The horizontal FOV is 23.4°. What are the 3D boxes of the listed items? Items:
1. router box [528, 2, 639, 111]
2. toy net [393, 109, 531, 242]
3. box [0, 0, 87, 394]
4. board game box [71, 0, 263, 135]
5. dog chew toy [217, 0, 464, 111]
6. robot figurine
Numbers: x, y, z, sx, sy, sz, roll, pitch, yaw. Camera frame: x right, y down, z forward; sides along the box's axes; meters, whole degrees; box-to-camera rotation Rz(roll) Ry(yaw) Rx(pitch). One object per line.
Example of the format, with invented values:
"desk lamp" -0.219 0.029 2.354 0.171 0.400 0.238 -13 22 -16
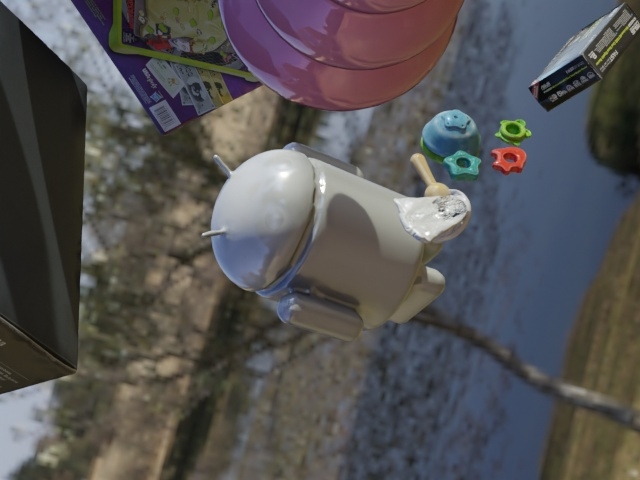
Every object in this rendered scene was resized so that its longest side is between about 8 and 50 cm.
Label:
"router box" 0.298 -0.206 1.732 0.092 0.038 0.122 -30 14 49
"toy net" 0.150 -0.060 1.664 0.045 0.122 0.232 99 -169 -45
"box" -0.404 -0.016 1.487 0.179 0.312 0.343 45 -145 -51
"board game box" -0.191 -0.310 1.793 0.208 0.347 0.056 -22 22 27
"dog chew toy" 0.027 -0.220 1.215 0.332 0.206 0.207 142 143 -80
"robot figurine" 0.000 0.000 2.099 0.200 0.353 0.300 -45 33 39
